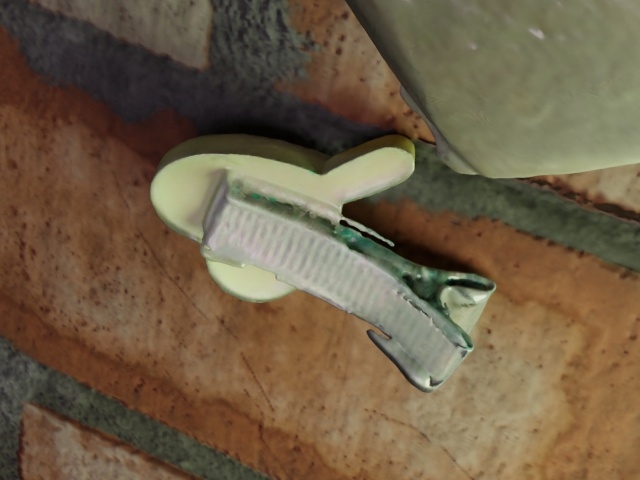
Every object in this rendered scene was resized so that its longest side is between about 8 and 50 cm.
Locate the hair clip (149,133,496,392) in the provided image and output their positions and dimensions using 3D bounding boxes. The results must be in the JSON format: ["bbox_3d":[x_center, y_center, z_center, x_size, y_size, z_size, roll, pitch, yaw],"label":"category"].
[{"bbox_3d":[0.002,-0.003,0.818,0.218,0.071,0.159,28,128,1],"label":"hair clip"}]

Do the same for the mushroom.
[{"bbox_3d":[0.046,-0.185,0.609,0.407,0.137,0.154,50,144,-8],"label":"mushroom"}]
